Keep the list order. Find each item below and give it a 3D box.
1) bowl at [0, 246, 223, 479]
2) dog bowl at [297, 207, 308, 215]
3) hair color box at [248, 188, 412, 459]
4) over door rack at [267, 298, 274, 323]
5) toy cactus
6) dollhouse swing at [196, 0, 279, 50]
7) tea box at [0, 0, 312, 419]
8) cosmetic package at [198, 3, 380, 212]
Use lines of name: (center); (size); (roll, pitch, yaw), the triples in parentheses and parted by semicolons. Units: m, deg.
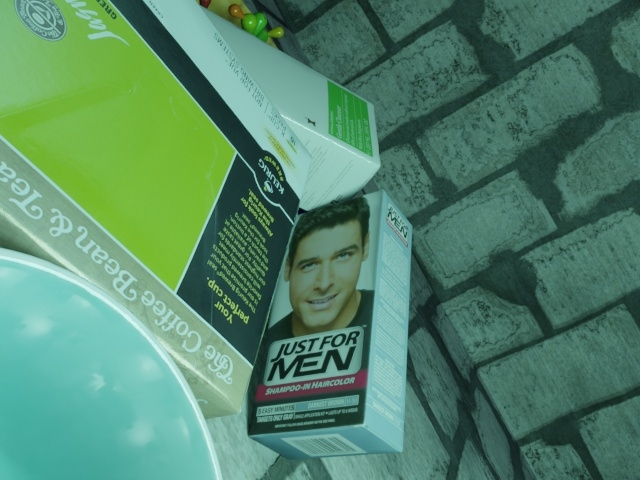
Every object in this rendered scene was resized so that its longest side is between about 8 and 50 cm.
bowl: (-0.208, 0.173, 0.324); (0.311, 0.163, 0.311); (40, 38, -41)
dog bowl: (0.000, 0.000, 1.400); (0.265, 0.104, 0.265); (53, 18, -25)
hair color box: (0.027, 0.120, 0.941); (0.113, 0.185, 0.374); (46, 41, -41)
over door rack: (-0.119, -0.021, 1.079); (0.239, 0.108, 0.324); (47, 21, -40)
toy cactus: (-0.153, -0.333, 1.150); (0.112, 0.180, 0.219); (27, 7, 41)
dollhouse swing: (-0.288, -0.365, 1.245); (0.315, 0.305, 0.347); (16, -24, 48)
tea box: (-0.204, -0.055, 0.544); (0.329, 0.220, 0.323); (51, 35, -32)
cosmetic package: (-0.098, -0.204, 1.021); (0.365, 0.155, 0.197); (24, 39, -24)
